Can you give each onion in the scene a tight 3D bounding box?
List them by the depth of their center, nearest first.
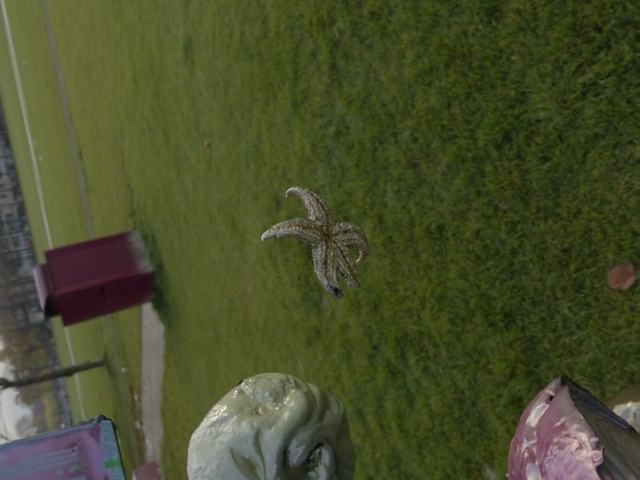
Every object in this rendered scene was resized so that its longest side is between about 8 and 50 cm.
[{"bbox_3d":[0.271,0.272,0.507,0.267,0.348,0.159,39,101,20],"label":"onion"}]

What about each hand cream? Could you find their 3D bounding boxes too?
[{"bbox_3d":[-0.307,0.216,0.482,0.050,0.275,0.079,-119,24,-48],"label":"hand cream"}]

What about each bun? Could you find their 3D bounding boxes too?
[{"bbox_3d":[-0.074,0.438,1.155,0.210,0.359,0.360,1,103,50],"label":"bun"}]

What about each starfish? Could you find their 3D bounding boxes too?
[{"bbox_3d":[0.001,-0.001,1.119,0.071,0.216,0.238,-36,73,47],"label":"starfish"}]

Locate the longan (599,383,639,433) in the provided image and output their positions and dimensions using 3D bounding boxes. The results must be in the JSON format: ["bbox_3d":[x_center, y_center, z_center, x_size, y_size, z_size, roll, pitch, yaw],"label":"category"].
[{"bbox_3d":[0.712,0.477,1.229,0.404,0.336,0.405,13,130,16],"label":"longan"}]
